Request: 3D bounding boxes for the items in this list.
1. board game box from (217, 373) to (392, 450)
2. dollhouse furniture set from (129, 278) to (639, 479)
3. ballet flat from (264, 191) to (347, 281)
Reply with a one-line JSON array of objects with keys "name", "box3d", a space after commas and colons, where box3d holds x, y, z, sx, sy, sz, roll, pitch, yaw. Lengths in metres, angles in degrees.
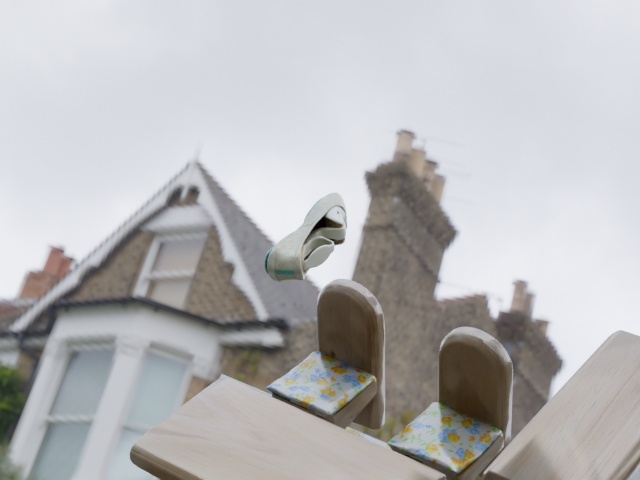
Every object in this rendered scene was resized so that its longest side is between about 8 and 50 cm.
[{"name": "board game box", "box3d": [-0.024, 0.293, 1.400, 0.275, 0.144, 0.142, 22, -42, 13]}, {"name": "dollhouse furniture set", "box3d": [0.042, 0.167, 0.882, 0.394, 0.362, 0.256, 19, -54, 32]}, {"name": "ballet flat", "box3d": [0.000, 0.000, 1.349, 0.052, 0.168, 0.057, 6, -58, 29]}]
